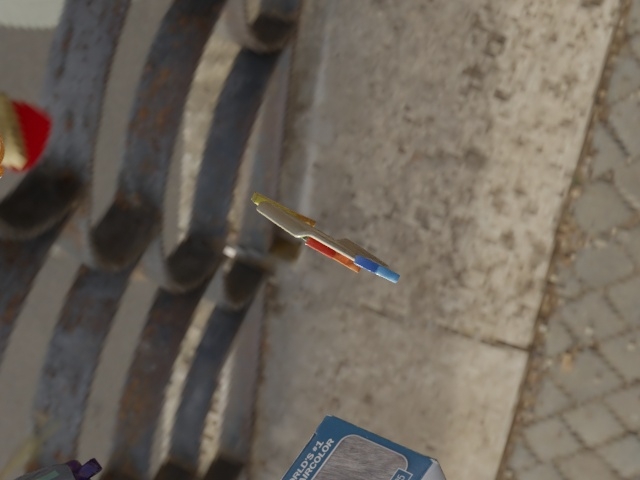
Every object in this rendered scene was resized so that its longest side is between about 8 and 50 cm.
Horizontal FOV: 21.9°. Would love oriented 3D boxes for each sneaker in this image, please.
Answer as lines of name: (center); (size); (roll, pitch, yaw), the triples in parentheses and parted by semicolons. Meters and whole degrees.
sneaker: (-0.239, 0.238, 1.372); (0.083, 0.098, 0.223); (60, 152, 7)

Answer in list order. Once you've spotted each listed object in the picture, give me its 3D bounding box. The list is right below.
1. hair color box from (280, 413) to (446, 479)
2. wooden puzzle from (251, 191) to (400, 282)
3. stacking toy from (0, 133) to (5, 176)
hair color box: (0.047, 0.308, 1.255); (0.105, 0.174, 0.347); (19, 150, 35)
wooden puzzle: (0.000, 0.000, 1.048); (0.078, 0.116, 0.014); (25, 95, -25)
stacking toy: (-0.375, 0.012, 1.420); (0.175, 0.302, 0.166); (35, 159, 10)
